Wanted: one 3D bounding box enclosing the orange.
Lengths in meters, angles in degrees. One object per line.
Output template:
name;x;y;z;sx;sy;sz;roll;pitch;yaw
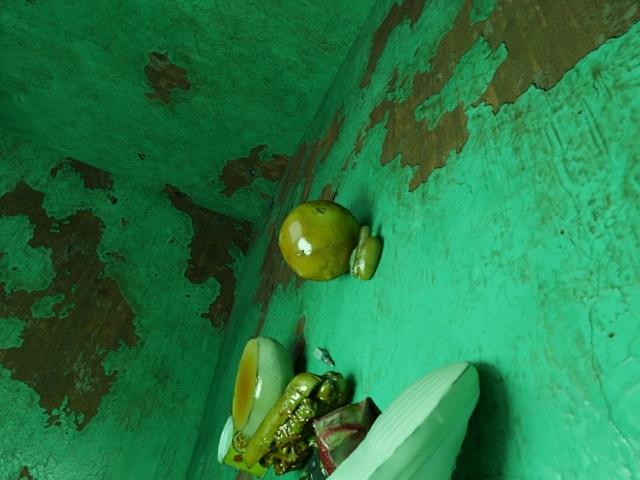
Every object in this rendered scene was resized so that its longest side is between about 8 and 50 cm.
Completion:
orange;0.000;0.000;1.168;0.240;0.239;0.240;-159;90;-74

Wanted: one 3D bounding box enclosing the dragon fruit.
dragon fruit;0.079;0.374;0.658;0.161;0.126;0.274;55;160;39

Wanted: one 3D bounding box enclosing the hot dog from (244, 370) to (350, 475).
hot dog;-0.052;0.442;0.954;0.349;0.158;0.117;-57;38;26

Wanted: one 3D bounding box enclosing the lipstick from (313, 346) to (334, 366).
lipstick;0.013;0.320;1.106;0.107;0.025;0.025;15;85;67

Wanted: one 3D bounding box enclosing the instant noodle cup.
instant noodle cup;-0.240;0.654;1.311;0.182;0.144;0.182;-58;20;34

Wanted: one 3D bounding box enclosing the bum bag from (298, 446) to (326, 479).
bum bag;0.010;0.484;0.848;0.233;0.060;0.107;-65;25;22

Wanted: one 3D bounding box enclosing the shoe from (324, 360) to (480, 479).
shoe;0.114;0.319;0.511;0.363;0.160;0.132;-36;-4;-24

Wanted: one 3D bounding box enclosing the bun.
bun;-0.160;0.452;1.259;0.299;0.164;0.299;-164;90;-69

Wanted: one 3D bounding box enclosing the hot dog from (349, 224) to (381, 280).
hot dog;0.116;0.033;1.055;0.140;0.060;0.090;-67;20;-4
